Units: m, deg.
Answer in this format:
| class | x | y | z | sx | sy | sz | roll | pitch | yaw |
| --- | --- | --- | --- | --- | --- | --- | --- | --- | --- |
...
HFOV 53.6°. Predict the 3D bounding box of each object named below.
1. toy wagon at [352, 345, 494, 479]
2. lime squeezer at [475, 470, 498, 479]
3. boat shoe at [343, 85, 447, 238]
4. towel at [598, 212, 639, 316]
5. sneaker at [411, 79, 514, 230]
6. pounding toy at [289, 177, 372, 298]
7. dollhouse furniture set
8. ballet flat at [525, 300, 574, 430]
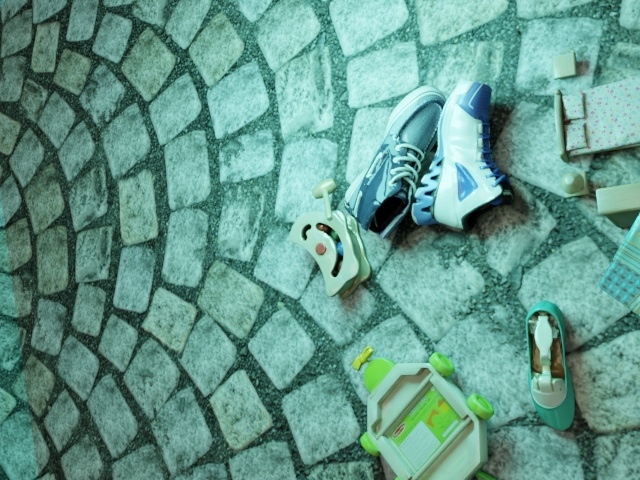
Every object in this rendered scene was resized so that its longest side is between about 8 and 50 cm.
| class | x | y | z | sx | sy | sz | roll | pitch | yaw |
| --- | --- | --- | --- | --- | --- | --- | --- | --- | --- |
| toy wagon | 0.197 | 0.364 | 1.344 | 0.267 | 0.068 | 0.344 | -53 | 52 | 16 |
| lime squeezer | 0.386 | 0.532 | 1.228 | 0.310 | 0.058 | 0.110 | 52 | 144 | 26 |
| boat shoe | 0.183 | -0.159 | 1.370 | 0.341 | 0.127 | 0.158 | -60 | 26 | 22 |
| towel | 0.591 | -0.013 | 0.907 | 0.271 | 0.040 | 0.371 | 48 | 125 | 47 |
| sneaker | 0.327 | -0.156 | 1.316 | 0.182 | 0.127 | 0.316 | 23 | 103 | 30 |
| pounding toy | 0.000 | 0.000 | 1.478 | 0.154 | 0.154 | 0.270 | -24 | 71 | 24 |
| dollhouse furniture set | 0.568 | -0.216 | 1.124 | 0.303 | 0.173 | 0.356 | -8 | 80 | 32 |
| ballet flat | 0.429 | 0.238 | 1.206 | 0.083 | 0.087 | 0.248 | -8 | 80 | 32 |
